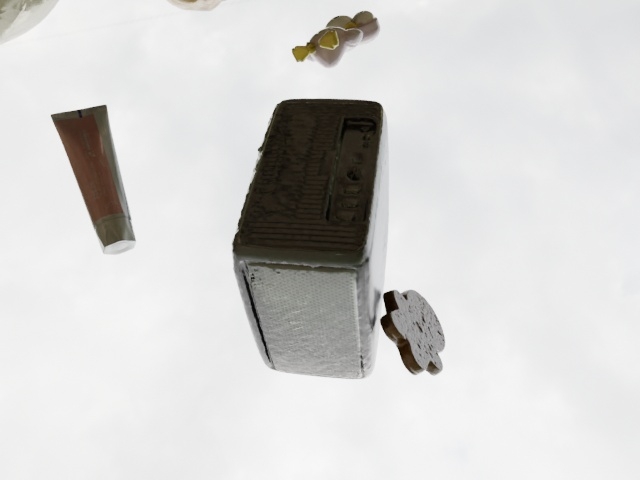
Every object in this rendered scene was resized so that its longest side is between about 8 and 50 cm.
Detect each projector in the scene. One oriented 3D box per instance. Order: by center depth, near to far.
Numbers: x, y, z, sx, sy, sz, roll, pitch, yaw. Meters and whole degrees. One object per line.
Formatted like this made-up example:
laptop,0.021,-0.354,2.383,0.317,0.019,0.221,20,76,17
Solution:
projector,0.000,0.000,1.087,0.242,0.405,0.394,4,-129,10

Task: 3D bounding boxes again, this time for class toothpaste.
toothpaste,-0.265,-0.077,0.691,0.067,0.043,0.194,-16,-108,-17

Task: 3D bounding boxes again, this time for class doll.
doll,0.051,-0.505,1.454,0.160,0.094,0.365,-12,-155,29

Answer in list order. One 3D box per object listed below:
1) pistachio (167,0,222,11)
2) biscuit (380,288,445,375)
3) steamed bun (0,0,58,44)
pistachio,-0.226,-0.490,0.946,0.158,0.229,0.157,-22,-156,10
biscuit,0.178,0.169,1.100,0.039,0.236,0.179,-34,-97,26
steamed bun,-0.413,-0.368,0.654,0.283,0.282,0.177,-8,-148,11
